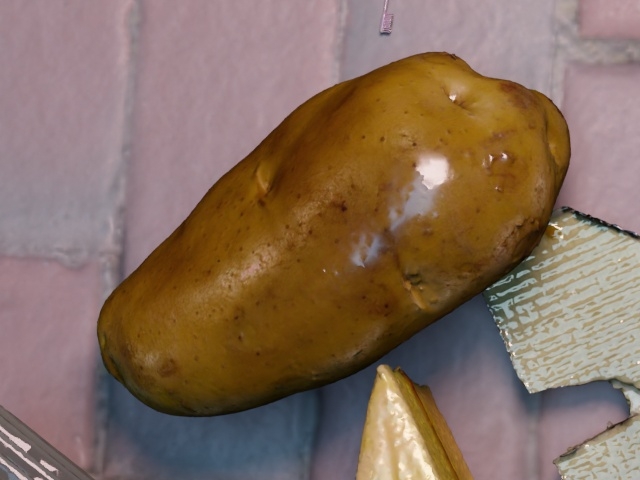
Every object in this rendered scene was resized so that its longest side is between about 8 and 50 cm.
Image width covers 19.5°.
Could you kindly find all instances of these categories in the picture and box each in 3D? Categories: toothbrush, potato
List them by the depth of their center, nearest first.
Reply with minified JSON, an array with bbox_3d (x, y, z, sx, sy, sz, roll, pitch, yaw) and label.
[{"bbox_3d":[0.000,0.000,1.290,0.369,0.176,0.195,-33,74,15],"label":"potato"},{"bbox_3d":[0.055,-0.200,1.370,0.008,0.006,0.097,8,90,12],"label":"toothbrush"}]

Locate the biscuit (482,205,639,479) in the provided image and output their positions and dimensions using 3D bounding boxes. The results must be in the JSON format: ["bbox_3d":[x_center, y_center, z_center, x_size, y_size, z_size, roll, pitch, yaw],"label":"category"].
[{"bbox_3d":[0.211,0.092,1.302,0.147,0.046,0.250,-26,83,13],"label":"biscuit"}]

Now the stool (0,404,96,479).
[{"bbox_3d":[-0.184,0.312,1.268,0.330,0.297,0.297,33,95,7],"label":"stool"}]

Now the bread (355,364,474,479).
[{"bbox_3d":[0.047,0.238,1.266,0.163,0.167,0.264,-28,72,8],"label":"bread"}]
